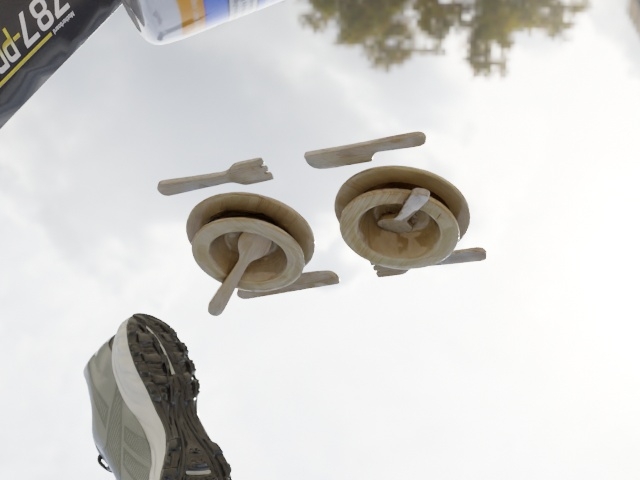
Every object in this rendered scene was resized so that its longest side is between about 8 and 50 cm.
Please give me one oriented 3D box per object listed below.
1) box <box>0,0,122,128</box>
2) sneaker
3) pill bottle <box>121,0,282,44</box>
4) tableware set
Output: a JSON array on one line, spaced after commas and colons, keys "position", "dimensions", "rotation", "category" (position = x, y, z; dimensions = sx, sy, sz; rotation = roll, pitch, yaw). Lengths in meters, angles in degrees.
[{"position": [-0.384, -0.138, 1.067], "dimensions": [0.394, 0.097, 0.318], "rotation": [-4, -145, 32], "category": "box"}, {"position": [-0.158, 0.209, 1.256], "dimensions": [0.100, 0.108, 0.272], "rotation": [15, -132, -49], "category": "sneaker"}, {"position": [-0.001, -0.228, 0.756], "dimensions": [0.272, 0.152, 0.152], "rotation": [-23, -146, -9], "category": "pill bottle"}, {"position": [0.000, 0.000, 0.841], "dimensions": [0.194, 0.128, 0.039], "rotation": [-10, -132, 24], "category": "tableware set"}]
